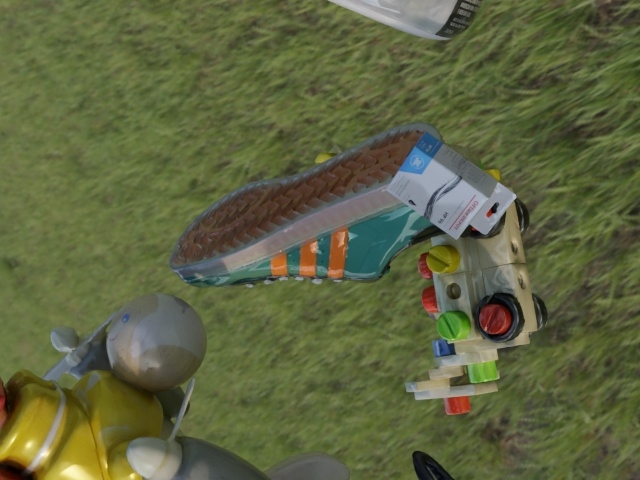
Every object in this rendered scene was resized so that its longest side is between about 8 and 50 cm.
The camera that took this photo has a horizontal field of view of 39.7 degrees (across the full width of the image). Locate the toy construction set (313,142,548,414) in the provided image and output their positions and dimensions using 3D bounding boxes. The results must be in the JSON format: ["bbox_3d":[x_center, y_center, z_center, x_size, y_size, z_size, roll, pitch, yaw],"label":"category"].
[{"bbox_3d":[0.124,0.034,0.944,0.215,0.151,0.328,-15,94,37],"label":"toy construction set"}]

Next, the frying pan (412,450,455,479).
[{"bbox_3d":[0.202,0.293,0.646,0.053,0.197,0.326,-48,44,31],"label":"frying pan"}]

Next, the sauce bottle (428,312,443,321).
[{"bbox_3d":[0.177,0.077,1.004,0.128,0.042,0.042,0,115,54],"label":"sauce bottle"}]

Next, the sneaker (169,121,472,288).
[{"bbox_3d":[0.000,0.000,0.834,0.302,0.108,0.121,-19,127,25],"label":"sneaker"}]

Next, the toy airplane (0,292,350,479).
[{"bbox_3d":[-0.138,0.184,0.777,0.385,0.384,0.273,14,92,20],"label":"toy airplane"}]

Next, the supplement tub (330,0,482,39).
[{"bbox_3d":[0.071,-0.312,0.588,0.193,0.193,0.316,37,113,38],"label":"supplement tub"}]

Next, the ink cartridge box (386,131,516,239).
[{"bbox_3d":[0.098,-0.036,0.662,0.083,0.028,0.048,35,131,4],"label":"ink cartridge box"}]
